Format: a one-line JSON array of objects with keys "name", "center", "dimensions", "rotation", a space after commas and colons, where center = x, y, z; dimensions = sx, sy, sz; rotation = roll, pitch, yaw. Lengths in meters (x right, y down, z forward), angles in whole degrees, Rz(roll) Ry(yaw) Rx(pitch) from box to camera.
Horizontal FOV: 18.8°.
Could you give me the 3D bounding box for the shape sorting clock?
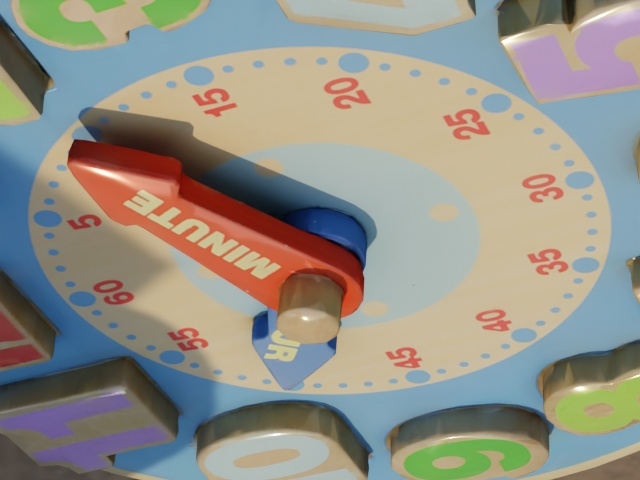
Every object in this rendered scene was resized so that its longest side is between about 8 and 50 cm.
[{"name": "shape sorting clock", "center": [0.000, 0.000, 0.365], "dimensions": [0.206, 0.206, 0.040], "rotation": [-15, 51, 28]}]
